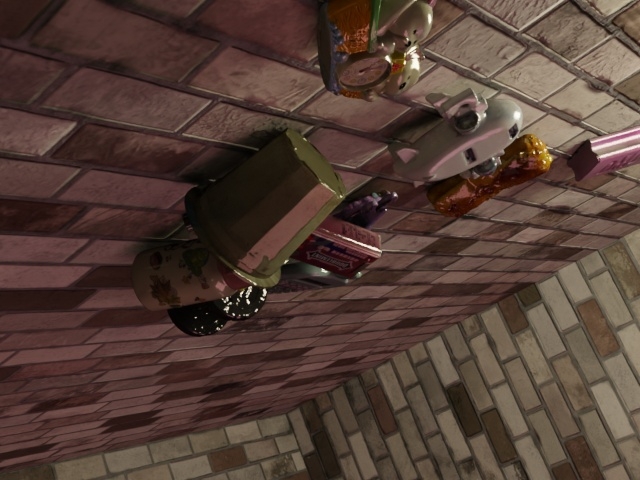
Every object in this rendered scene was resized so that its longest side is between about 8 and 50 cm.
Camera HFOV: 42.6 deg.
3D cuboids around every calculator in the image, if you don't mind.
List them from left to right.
[{"bbox_3d":[-0.045,0.085,1.866,0.299,0.041,0.185,-10,164,28],"label":"calculator"}]

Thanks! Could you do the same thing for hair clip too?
[{"bbox_3d":[0.075,-0.038,1.721,0.137,0.090,0.278,-20,159,-22],"label":"hair clip"}]

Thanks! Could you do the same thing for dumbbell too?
[{"bbox_3d":[-0.210,0.108,1.651,0.143,0.143,0.325,-7,167,-39],"label":"dumbbell"}]

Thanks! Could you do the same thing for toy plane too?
[{"bbox_3d":[0.240,-0.181,1.457,0.245,0.117,0.244,-14,142,-11],"label":"toy plane"}]

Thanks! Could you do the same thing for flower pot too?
[{"bbox_3d":[-0.074,-0.063,1.317,0.202,0.212,0.212,-41,158,15],"label":"flower pot"}]

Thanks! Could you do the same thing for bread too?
[{"bbox_3d":[0.367,-0.136,1.788,0.271,0.077,0.139,-28,159,26],"label":"bread"}]

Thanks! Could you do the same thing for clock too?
[{"bbox_3d":[0.072,-0.253,1.054,0.144,0.103,0.231,-11,160,-7],"label":"clock"}]

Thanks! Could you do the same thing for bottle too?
[{"bbox_3d":[-0.207,0.051,1.482,0.253,0.120,0.120,-13,166,21],"label":"bottle"}]

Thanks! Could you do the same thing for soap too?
[{"bbox_3d":[0.715,-0.215,1.989,0.203,0.065,0.122,-16,161,-17],"label":"soap"}]

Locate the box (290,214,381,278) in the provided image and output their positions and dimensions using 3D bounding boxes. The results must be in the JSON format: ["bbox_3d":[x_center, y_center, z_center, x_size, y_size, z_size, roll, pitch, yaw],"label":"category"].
[{"bbox_3d":[0.000,0.000,1.627,0.224,0.069,0.120,19,141,-29],"label":"box"}]

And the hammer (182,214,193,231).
[{"bbox_3d":[-0.166,-0.016,1.571,0.111,0.033,0.287,-23,163,3],"label":"hammer"}]
